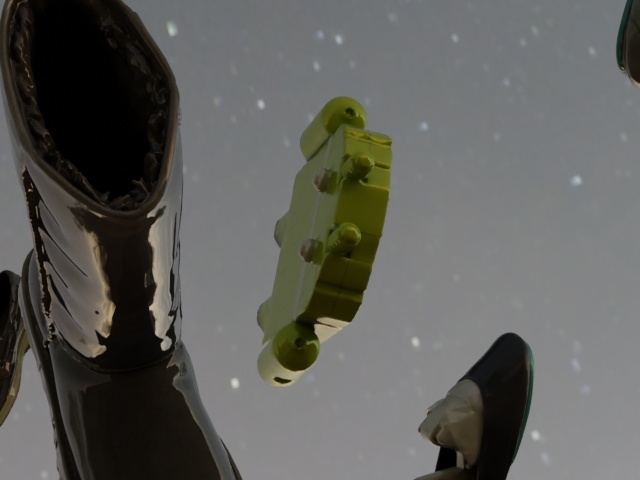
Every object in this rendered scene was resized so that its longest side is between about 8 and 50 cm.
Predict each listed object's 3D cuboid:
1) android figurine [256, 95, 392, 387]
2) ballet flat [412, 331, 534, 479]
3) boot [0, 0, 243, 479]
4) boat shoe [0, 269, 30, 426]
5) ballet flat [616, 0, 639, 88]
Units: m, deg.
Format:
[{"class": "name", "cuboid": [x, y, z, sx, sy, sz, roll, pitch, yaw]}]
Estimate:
[{"class": "android figurine", "cuboid": [0.000, 0.000, 1.560, 0.056, 0.248, 0.273, 14, -16, -10]}, {"class": "ballet flat", "cuboid": [0.100, 0.162, 1.298, 0.074, 0.074, 0.203, 11, -88, -29]}, {"class": "boot", "cuboid": [-0.067, 0.028, 0.670, 0.076, 0.190, 0.208, -23, -19, -24]}, {"class": "boat shoe", "cuboid": [-0.264, 0.093, 1.448, 0.056, 0.152, 0.049, -14, -43, 34]}, {"class": "ballet flat", "cuboid": [0.237, -0.190, 1.172, 0.068, 0.213, 0.072, -1, -28, 25]}]
